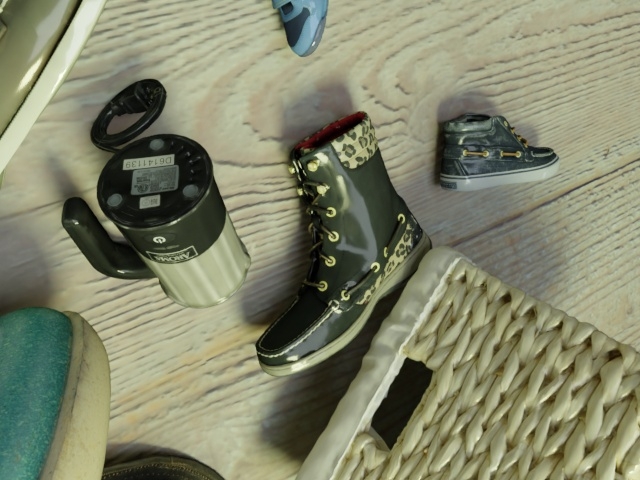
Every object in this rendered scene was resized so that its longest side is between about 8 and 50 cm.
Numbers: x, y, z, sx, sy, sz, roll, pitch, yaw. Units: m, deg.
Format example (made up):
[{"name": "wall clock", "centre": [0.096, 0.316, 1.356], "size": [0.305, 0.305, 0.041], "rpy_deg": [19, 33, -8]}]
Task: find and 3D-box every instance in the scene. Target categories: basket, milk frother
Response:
[{"name": "basket", "centre": [0.201, 0.237, 0.619], "size": [0.331, 0.266, 0.328], "rpy_deg": [37, 82, -46]}, {"name": "milk frother", "centre": [-0.125, -0.039, 0.482], "size": [0.134, 0.129, 0.143], "rpy_deg": [81, 20, -59]}]

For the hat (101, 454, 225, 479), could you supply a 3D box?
[{"name": "hat", "centre": [-0.144, 0.363, 0.490], "size": [0.331, 0.134, 0.331], "rpy_deg": [3, 85, -46]}]

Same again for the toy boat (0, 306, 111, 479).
[{"name": "toy boat", "centre": [-0.284, 0.179, 0.364], "size": [0.318, 0.267, 0.148], "rpy_deg": [-31, 126, 13]}]

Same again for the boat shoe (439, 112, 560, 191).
[{"name": "boat shoe", "centre": [0.222, -0.113, 0.700], "size": [0.183, 0.065, 0.083], "rpy_deg": [-13, 110, -29]}]

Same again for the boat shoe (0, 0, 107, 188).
[{"name": "boat shoe", "centre": [-0.220, -0.100, 0.366], "size": [0.091, 0.109, 0.305], "rpy_deg": [29, 102, -30]}]

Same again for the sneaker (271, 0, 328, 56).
[{"name": "sneaker", "centre": [-0.030, -0.236, 0.515], "size": [0.059, 0.053, 0.144], "rpy_deg": [-10, 99, -31]}]

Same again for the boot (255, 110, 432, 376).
[{"name": "boot", "centre": [0.000, -0.001, 0.575], "size": [0.236, 0.085, 0.178], "rpy_deg": [-39, 118, -26]}]
